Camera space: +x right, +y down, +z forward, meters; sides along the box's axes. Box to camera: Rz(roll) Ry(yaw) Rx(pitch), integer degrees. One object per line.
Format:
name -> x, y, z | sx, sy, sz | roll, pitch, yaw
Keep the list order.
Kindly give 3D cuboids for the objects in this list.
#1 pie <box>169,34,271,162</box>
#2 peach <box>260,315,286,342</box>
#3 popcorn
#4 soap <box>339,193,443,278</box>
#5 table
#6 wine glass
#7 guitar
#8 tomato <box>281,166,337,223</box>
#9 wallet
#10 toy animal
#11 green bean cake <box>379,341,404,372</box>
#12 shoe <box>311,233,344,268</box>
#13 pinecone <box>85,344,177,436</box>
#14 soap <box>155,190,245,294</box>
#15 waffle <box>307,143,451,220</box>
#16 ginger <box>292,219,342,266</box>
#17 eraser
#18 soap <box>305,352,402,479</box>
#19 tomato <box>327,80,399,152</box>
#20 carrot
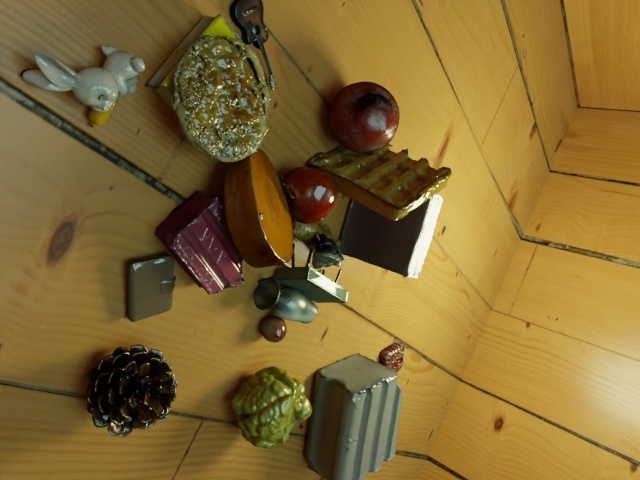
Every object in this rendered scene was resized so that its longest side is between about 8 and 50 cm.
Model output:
pie -> -0.206, -0.309, 1.064 | 0.274, 0.055, 0.273 | -17, 113, -46
peach -> -0.140, 0.270, 1.469 | 0.083, 0.083, 0.083 | -22, 121, -43
popcorn -> -0.154, 0.506, 1.468 | 0.255, 0.195, 0.255 | 3, 102, -40
soap -> 0.220, -0.048, 1.594 | 0.107, 0.296, 0.285 | 15, 95, -51
table -> -0.018, 0.111, 1.520 | 0.240, 0.122, 0.110 | 37, 56, -50
wine glass -> -0.102, 0.188, 1.465 | 0.222, 0.103, 0.103 | 35, 77, -51
guitar -> -0.151, -0.481, 1.191 | 0.088, 0.025, 0.233 | -45, 136, -29
tomato -> -0.030, -0.135, 1.357 | 0.167, 0.167, 0.167 | -22, 121, -43
wallet -> -0.396, 0.108, 1.130 | 0.118, 0.039, 0.152 | -10, 115, -45
toy animal -> -0.434, -0.293, 0.901 | 0.127, 0.131, 0.181 | 53, 50, -10
green bean cake -> 0.315, 0.529, 2.128 | 0.135, 0.057, 0.135 | -18, 118, -47
shoe -> 0.011, 0.027, 1.439 | 0.169, 0.071, 0.099 | 9, 59, -68
pinecone -> -0.412, 0.337, 1.082 | 0.208, 0.208, 0.207 | -22, 121, -43
soap -> -0.274, 0.024, 1.191 | 0.162, 0.099, 0.249 | -49, 136, -26
waffle -> 0.175, -0.198, 1.453 | 0.304, 0.349, 0.077 | -34, 142, -39
ginger -> -0.003, -0.001, 1.530 | 0.117, 0.065, 0.298 | -61, 142, -18
eraser -> -0.254, -0.369, 1.079 | 0.225, 0.069, 0.158 | -58, 138, -15
soap -> 0.131, 0.681, 1.848 | 0.351, 0.213, 0.434 | -11, 113, -45
tomato -> 0.130, -0.363, 1.424 | 0.208, 0.184, 0.207 | 0, 90, -26
carrot -> -0.147, -0.086, 1.218 | 0.258, 0.100, 0.306 | 4, 78, -75
